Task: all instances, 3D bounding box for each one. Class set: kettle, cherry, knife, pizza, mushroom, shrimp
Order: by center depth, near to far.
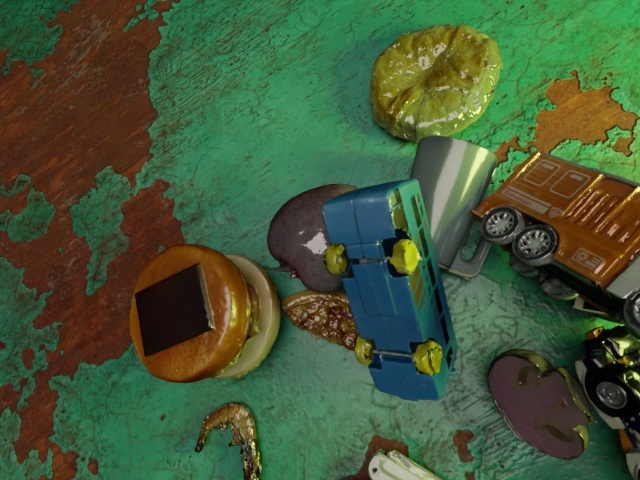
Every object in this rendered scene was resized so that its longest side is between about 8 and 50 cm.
[{"bbox_3d":[0.387,0.272,0.724,0.141,0.117,0.188,-37,79,32],"label":"mushroom"},{"bbox_3d":[0.213,0.477,0.766,0.265,0.040,0.073,24,83,18],"label":"knife"},{"bbox_3d":[0.265,-0.058,0.833,0.210,0.160,0.243,18,89,-12],"label":"kettle"},{"bbox_3d":[0.000,0.000,0.848,0.213,0.183,0.266,39,95,16],"label":"cherry"},{"bbox_3d":[0.027,0.166,0.871,0.246,0.058,0.127,28,86,20],"label":"pizza"},{"bbox_3d":[-0.199,0.454,0.874,0.147,0.035,0.195,-20,67,7],"label":"shrimp"}]

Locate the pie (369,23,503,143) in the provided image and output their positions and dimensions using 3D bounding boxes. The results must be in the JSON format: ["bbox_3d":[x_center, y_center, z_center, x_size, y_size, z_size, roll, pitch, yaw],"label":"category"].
[{"bbox_3d":[0.248,-0.357,0.925,0.306,0.071,0.307,-4,74,15],"label":"pie"}]

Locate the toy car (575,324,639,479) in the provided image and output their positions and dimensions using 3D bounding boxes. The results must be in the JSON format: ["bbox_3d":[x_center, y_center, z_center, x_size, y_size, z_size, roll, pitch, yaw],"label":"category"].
[{"bbox_3d":[0.541,0.285,0.672,0.193,0.118,0.301,-13,69,-32],"label":"toy car"}]

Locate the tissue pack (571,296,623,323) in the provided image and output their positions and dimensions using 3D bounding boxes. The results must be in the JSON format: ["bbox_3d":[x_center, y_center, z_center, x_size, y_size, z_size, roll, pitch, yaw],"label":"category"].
[{"bbox_3d":[0.527,0.058,0.739,0.090,0.103,0.170,11,81,53],"label":"tissue pack"}]

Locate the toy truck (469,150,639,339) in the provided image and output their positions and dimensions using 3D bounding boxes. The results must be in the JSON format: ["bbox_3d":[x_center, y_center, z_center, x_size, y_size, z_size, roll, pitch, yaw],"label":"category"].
[{"bbox_3d":[0.448,0.010,0.636,0.207,0.173,0.387,-50,38,6],"label":"toy truck"}]

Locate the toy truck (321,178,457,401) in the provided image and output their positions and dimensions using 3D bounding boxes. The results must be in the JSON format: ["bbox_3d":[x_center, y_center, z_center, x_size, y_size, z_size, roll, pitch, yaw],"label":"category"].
[{"bbox_3d":[0.134,0.090,0.725,0.161,0.162,0.385,-6,108,38],"label":"toy truck"}]

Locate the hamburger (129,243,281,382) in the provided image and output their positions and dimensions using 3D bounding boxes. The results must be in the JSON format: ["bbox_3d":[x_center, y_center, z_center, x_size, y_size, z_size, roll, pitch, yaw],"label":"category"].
[{"bbox_3d":[-0.229,0.153,0.847,0.290,0.225,0.291,-4,80,21],"label":"hamburger"}]
